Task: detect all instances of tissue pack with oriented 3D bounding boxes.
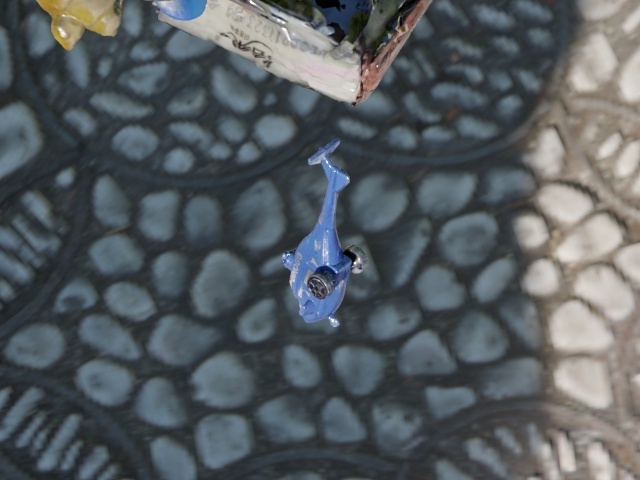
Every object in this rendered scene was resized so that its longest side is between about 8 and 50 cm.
[{"bbox_3d":[0.015,-0.302,1.756,0.245,0.123,0.332,25,57,14],"label":"tissue pack"}]

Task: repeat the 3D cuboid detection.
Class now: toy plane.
[{"bbox_3d":[0.000,0.000,1.375,0.062,0.167,0.054,32,45,23],"label":"toy plane"}]

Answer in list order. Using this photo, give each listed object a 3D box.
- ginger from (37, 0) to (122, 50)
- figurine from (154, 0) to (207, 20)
[{"bbox_3d":[-0.251,-0.267,1.247,0.333,0.080,0.166,37,84,4],"label":"ginger"},{"bbox_3d":[-0.149,-0.216,1.437,0.149,0.086,0.087,-16,49,-41],"label":"figurine"}]
